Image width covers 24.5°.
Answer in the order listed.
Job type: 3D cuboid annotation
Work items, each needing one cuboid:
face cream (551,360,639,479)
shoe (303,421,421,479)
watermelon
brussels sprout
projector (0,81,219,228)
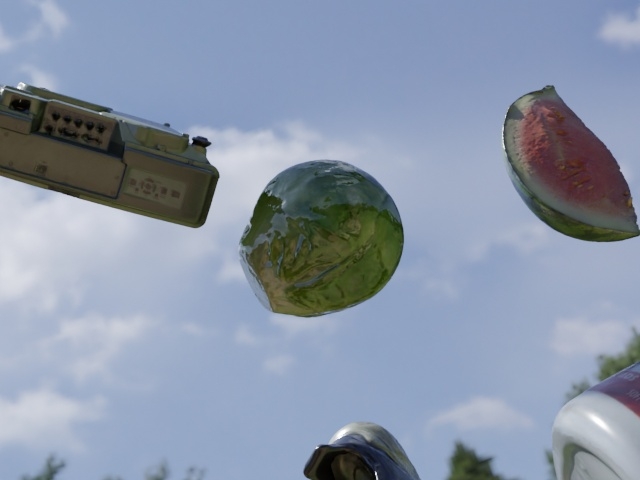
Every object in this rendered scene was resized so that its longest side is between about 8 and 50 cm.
[{"bbox_3d":[0.264,0.147,0.880,0.187,0.201,0.201,-27,-19,-10],"label":"face cream"},{"bbox_3d":[0.069,0.272,1.442,0.099,0.227,0.112,-53,-29,17],"label":"shoe"},{"bbox_3d":[0.276,-0.086,1.690,0.119,0.245,0.063,-23,-39,1],"label":"watermelon"},{"bbox_3d":[0.000,-0.002,1.348,0.155,0.155,0.117,-16,-6,-10],"label":"brussels sprout"},{"bbox_3d":[-0.238,-0.091,1.372,0.269,0.088,0.193,16,4,-17],"label":"projector"}]
